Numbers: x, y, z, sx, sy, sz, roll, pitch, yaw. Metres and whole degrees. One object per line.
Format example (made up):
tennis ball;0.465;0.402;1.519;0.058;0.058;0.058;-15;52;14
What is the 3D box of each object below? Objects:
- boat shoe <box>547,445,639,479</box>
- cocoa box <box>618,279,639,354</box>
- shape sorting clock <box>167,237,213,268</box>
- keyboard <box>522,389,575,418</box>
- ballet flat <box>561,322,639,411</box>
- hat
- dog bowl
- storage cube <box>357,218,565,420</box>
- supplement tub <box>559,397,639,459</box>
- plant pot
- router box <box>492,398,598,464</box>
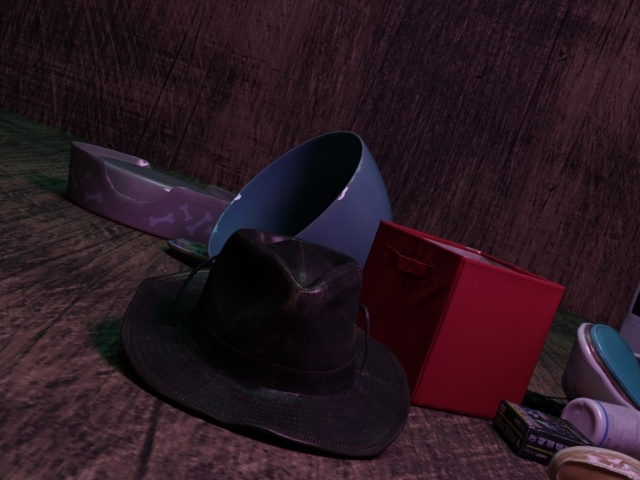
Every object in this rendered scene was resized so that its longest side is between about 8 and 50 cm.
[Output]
boat shoe;0.319;0.263;1.110;0.190;0.068;0.072;20;17;0
cocoa box;0.768;0.230;2.188;0.228;0.231;0.347;19;5;-15
shape sorting clock;-0.155;0.030;1.866;0.206;0.040;0.206;20;5;-2
keyboard;0.354;0.240;1.611;0.192;0.038;0.100;22;6;35
ballet flat;0.444;0.223;1.687;0.139;0.139;0.400;24;2;38
hat;-0.031;0.067;1.103;0.331;0.133;0.331;20;20;-8
dog bowl;-0.315;-0.082;2.104;0.349;0.102;0.349;20;6;-2
storage cube;0.162;0.104;1.445;0.215;0.193;0.184;15;7;-36
supplement tub;0.365;0.243;1.434;0.107;0.071;0.071;16;6;-36
plant pot;0.000;0.000;1.716;0.195;0.290;0.290;50;-9;-26
router box;0.266;0.234;1.329;0.092;0.038;0.122;20;5;-8
